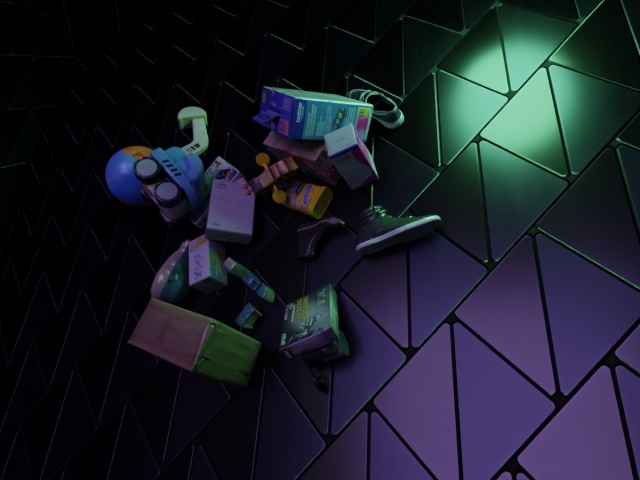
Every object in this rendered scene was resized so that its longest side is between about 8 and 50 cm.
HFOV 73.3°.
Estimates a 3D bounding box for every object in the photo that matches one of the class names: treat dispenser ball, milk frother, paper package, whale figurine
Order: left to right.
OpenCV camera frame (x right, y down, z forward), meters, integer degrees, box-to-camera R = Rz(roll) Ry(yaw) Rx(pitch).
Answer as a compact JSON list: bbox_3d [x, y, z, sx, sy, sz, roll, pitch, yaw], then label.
[{"bbox_3d":[-0.858,-0.301,2.037,0.288,0.288,0.288,-13,60,23],"label":"treat dispenser ball"},{"bbox_3d":[-0.574,0.135,1.754,0.141,0.216,0.272,28,62,-8],"label":"whale figurine"},{"bbox_3d":[-0.412,0.346,1.446,0.324,0.309,0.168,10,68,31],"label":"paper package"},{"bbox_3d":[0.022,0.376,1.341,0.134,0.129,0.143,-24,99,17],"label":"milk frother"}]

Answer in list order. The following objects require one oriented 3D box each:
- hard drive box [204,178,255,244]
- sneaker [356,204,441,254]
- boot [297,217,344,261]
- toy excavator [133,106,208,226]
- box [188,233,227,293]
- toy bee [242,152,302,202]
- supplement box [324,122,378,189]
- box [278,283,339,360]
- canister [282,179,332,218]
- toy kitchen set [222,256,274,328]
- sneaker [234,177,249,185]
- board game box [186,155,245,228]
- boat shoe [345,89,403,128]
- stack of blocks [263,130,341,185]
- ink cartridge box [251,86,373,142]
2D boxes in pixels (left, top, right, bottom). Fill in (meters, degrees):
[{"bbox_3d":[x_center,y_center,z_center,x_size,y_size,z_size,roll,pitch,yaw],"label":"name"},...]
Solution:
[{"bbox_3d":[-0.361,-0.116,1.734,0.181,0.089,0.232,9,60,-17],"label":"hard drive box"},{"bbox_3d":[0.241,-0.066,1.429,0.295,0.104,0.147,-20,62,24],"label":"sneaker"},{"bbox_3d":[0.000,0.000,1.557,0.197,0.077,0.137,-15,63,37],"label":"boot"},{"bbox_3d":[-0.598,-0.344,1.892,0.445,0.222,0.433,-37,76,-25],"label":"toy excavator"},{"bbox_3d":[-0.450,0.092,1.719,0.103,0.114,0.203,-24,56,18],"label":"box"},{"bbox_3d":[-0.202,-0.215,1.646,0.195,0.162,0.298,50,136,19],"label":"toy bee"},{"bbox_3d":[0.114,-0.296,1.547,0.111,0.220,0.114,-21,56,17],"label":"supplement box"},{"bbox_3d":[-0.034,0.256,1.379,0.183,0.056,0.231,-27,25,15],"label":"box"},{"bbox_3d":[-0.055,-0.163,1.663,0.169,0.073,0.126,21,76,36],"label":"canister"},{"bbox_3d":[-0.296,0.194,1.578,0.207,0.122,0.166,33,84,37],"label":"toy kitchen set"},{"bbox_3d":[-0.365,-0.211,1.869,0.134,0.051,0.070,-44,48,-3],"label":"sneaker"},{"bbox_3d":[-0.498,-0.220,1.945,0.305,0.053,0.193,-50,52,-3],"label":"board game box"},{"bbox_3d":[0.199,-0.544,1.702,0.108,0.102,0.301,-46,53,1],"label":"boat shoe"},{"bbox_3d":[-0.064,-0.334,1.694,0.297,0.171,0.087,26,79,36],"label":"stack of blocks"},{"bbox_3d":[-0.049,-0.467,1.591,0.270,0.395,0.151,39,125,50],"label":"ink cartridge box"}]
